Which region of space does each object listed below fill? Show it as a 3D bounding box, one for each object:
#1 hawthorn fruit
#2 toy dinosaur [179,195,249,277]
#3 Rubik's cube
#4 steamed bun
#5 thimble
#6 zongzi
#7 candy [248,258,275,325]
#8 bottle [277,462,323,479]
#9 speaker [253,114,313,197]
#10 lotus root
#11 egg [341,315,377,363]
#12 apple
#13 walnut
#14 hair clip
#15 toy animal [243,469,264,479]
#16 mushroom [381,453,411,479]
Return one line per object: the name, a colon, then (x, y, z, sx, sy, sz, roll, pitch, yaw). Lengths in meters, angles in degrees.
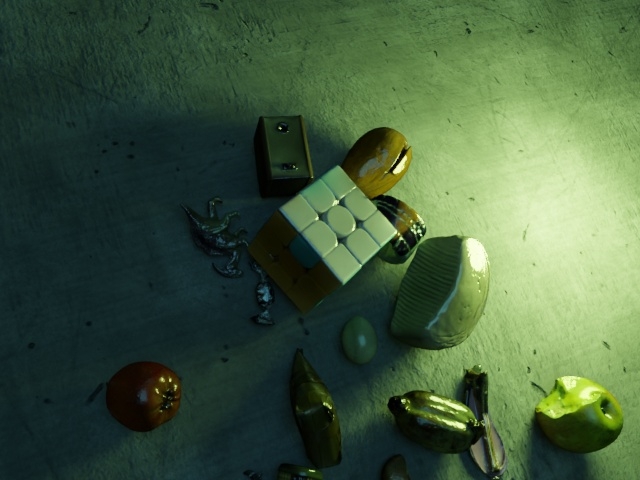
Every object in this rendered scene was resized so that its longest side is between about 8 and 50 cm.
hawthorn fruit: (-0.510, 0.424, 1.643, 0.226, 0.196, 0.196, 7, 67, 20)
toy dinosaur: (-0.318, -0.020, 1.885, 0.162, 0.077, 0.294, -37, 84, -21)
Rubik's cube: (0.000, 0.000, 1.820, 0.291, 0.291, 0.290, 49, 54, 3)
steamed bun: (0.408, 0.184, 1.906, 0.236, 0.247, 0.383, 31, 73, -28)
thimble: (0.229, -0.031, 1.963, 0.237, 0.237, 0.150, 40, 71, 1)
zongzi: (-0.022, 0.507, 1.789, 0.123, 0.289, 0.260, -16, 116, -5)
candy: (-0.184, 0.162, 1.876, 0.094, 0.051, 0.226, -6, 71, -6)
bottle: (-0.084, 0.771, 1.647, 0.143, 0.156, 0.271, 29, 63, -40)
speaker: (-0.128, -0.276, 1.960, 0.153, 0.192, 0.230, -5, 72, -15)
lotus root: (0.346, 0.549, 1.826, 0.309, 0.173, 0.173, 21, 68, -7)
egg: (0.122, 0.314, 1.866, 0.114, 0.114, 0.152, -4, 69, -16)
apple: (0.840, 0.560, 1.910, 0.246, 0.226, 0.246, 6, 69, -15)
walnut: (0.172, -0.246, 2.025, 0.209, 0.209, 0.336, 44, 70, 3)
hair clip: (0.523, 0.586, 1.912, 0.110, 0.096, 0.358, 7, 76, -49)
toy animal: (-0.180, 0.685, 1.707, 0.084, 0.028, 0.050, 41, 68, 4)
mushroom: (0.233, 0.753, 1.769, 0.094, 0.072, 0.209, -5, 73, -7)
